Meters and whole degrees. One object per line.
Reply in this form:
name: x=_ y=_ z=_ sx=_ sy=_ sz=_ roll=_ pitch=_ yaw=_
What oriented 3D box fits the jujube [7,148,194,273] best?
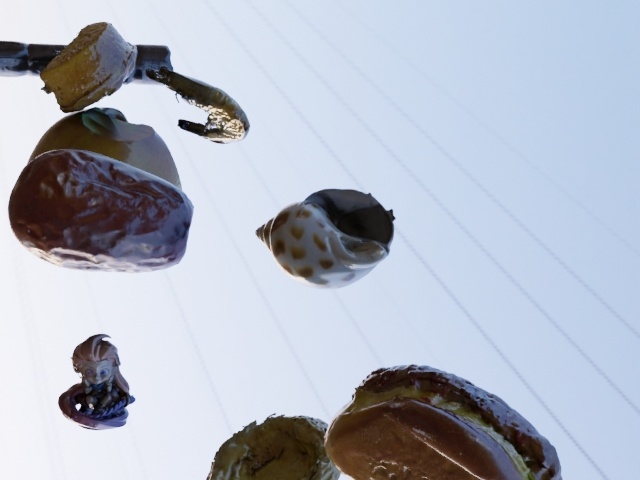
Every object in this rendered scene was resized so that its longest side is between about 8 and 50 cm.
jujube: x=-0.390 y=-0.047 z=1.975 sx=0.223 sy=0.318 sz=0.223 roll=-169 pitch=-90 yaw=-84

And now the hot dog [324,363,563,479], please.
hot dog: x=0.208 y=0.328 z=1.717 sx=0.405 sy=0.185 sz=0.223 roll=29 pitch=-53 yaw=19

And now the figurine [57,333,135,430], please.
figurine: x=-0.370 y=0.233 z=1.823 sx=0.114 sy=0.126 sz=0.157 roll=81 pitch=6 yaw=-84

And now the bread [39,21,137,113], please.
bread: x=-0.486 y=-0.380 z=2.378 sx=0.140 sy=0.143 sz=0.229 roll=-13 pitch=-145 yaw=42

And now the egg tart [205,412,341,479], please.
egg tart: x=-0.077 y=0.442 z=2.040 sx=0.288 sy=0.118 sz=0.288 roll=-19 pitch=-153 yaw=10

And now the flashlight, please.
flashlight: x=-0.549 y=-0.410 z=2.536 sx=0.103 sy=0.424 sz=0.103 roll=179 pitch=-90 yaw=-66

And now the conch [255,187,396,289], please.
conch: x=0.000 y=0.000 z=1.998 sx=0.182 sy=0.275 sz=0.148 roll=-58 pitch=160 yaw=-33

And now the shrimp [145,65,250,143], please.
shrimp: x=-0.231 y=-0.243 z=2.039 sx=0.051 sy=0.217 sz=0.150 roll=-60 pitch=180 yaw=-31

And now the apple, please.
apple: x=-0.480 y=-0.129 z=2.473 sx=0.374 sy=0.374 sz=0.384 roll=-58 pitch=-179 yaw=26
